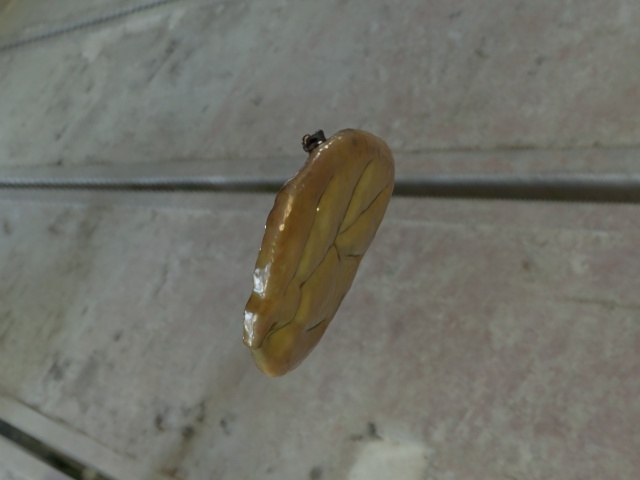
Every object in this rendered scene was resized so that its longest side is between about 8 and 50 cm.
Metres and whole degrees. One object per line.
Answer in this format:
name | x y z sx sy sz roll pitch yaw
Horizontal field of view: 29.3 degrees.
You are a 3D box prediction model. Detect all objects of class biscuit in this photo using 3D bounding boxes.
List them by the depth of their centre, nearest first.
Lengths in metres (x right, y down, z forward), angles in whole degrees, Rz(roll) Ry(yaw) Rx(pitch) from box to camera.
biscuit | 0.005 0.001 1.022 0.041 0.203 0.260 16 38 22
